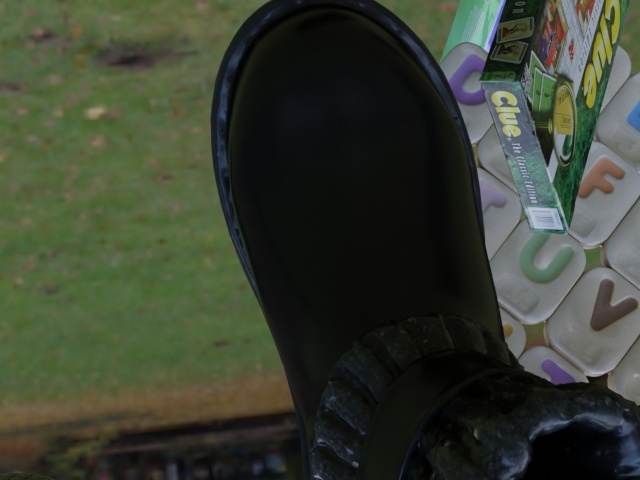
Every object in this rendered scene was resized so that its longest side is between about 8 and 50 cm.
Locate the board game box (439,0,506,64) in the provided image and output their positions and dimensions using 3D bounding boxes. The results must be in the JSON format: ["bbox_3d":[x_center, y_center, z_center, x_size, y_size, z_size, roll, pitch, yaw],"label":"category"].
[{"bbox_3d":[0.225,-0.290,1.356,0.213,0.046,0.317,-36,158,-32],"label":"board game box"}]

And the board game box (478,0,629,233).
[{"bbox_3d":[0.156,-0.146,0.908,0.030,0.260,0.136,4,144,24],"label":"board game box"}]

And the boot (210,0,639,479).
[{"bbox_3d":[0.046,0.047,0.637,0.131,0.348,0.260,-15,-176,-6],"label":"boot"}]

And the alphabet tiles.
[{"bbox_3d":[0.169,-0.006,1.018,0.278,0.284,0.021,-51,176,-12],"label":"alphabet tiles"}]

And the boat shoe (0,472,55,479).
[{"bbox_3d":[-0.267,0.208,1.116,0.152,0.049,0.056,-2,-174,13],"label":"boat shoe"}]
